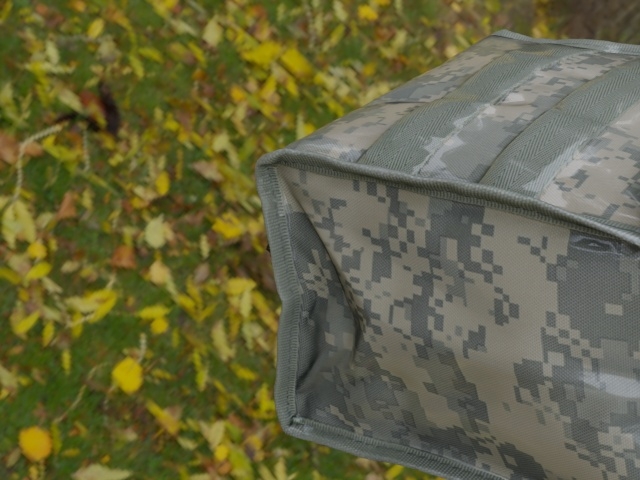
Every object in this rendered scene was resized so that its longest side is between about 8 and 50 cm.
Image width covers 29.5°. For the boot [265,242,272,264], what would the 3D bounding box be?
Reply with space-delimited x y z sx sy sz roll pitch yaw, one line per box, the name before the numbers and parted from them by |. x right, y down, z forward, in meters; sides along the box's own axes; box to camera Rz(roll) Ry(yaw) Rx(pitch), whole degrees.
boot | 0.000 -0.001 1.185 0.099 0.121 0.045 -17 81 -10

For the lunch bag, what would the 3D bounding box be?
lunch bag | 0.152 0.010 0.539 0.287 0.169 0.235 14 30 32
